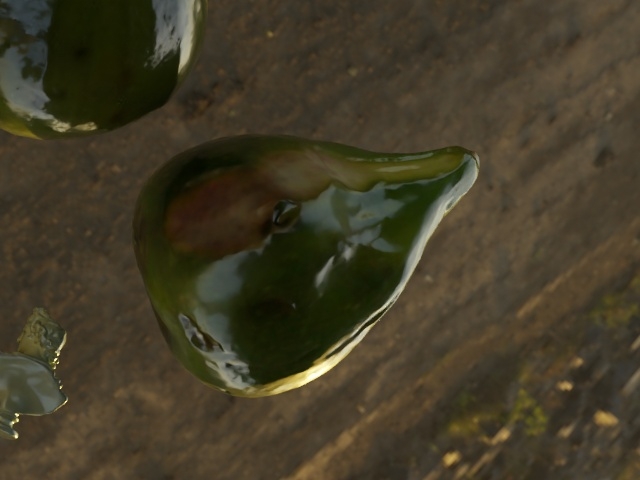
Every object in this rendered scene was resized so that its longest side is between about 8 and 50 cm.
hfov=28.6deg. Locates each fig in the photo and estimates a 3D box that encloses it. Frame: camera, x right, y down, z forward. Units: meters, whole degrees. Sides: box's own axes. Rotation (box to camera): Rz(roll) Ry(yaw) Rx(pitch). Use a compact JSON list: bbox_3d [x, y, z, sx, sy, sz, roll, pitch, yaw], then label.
[{"bbox_3d":[0.000,0.000,0.955,0.275,0.206,0.206,-19,144,-10],"label":"fig"},{"bbox_3d":[-0.160,-0.182,0.819,0.203,0.203,0.225,-23,160,-38],"label":"fig"}]

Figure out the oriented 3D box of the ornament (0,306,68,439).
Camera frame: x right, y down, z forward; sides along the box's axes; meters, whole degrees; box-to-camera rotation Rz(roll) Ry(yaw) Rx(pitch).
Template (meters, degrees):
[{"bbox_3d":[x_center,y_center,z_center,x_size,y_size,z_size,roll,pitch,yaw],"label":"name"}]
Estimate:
[{"bbox_3d":[-0.216,0.098,0.916,0.092,0.068,0.041,-41,-175,-27],"label":"ornament"}]
